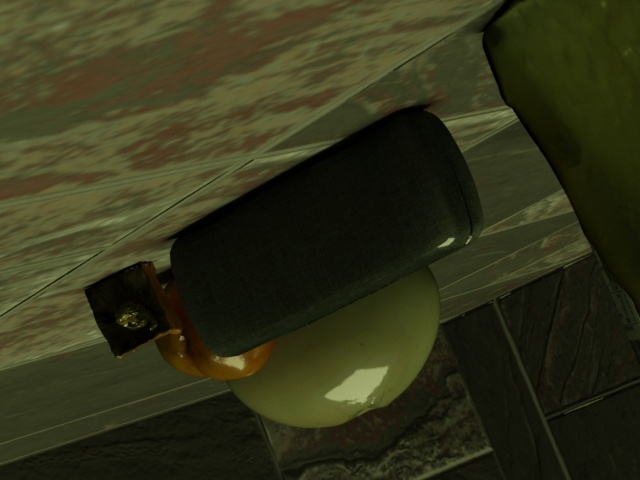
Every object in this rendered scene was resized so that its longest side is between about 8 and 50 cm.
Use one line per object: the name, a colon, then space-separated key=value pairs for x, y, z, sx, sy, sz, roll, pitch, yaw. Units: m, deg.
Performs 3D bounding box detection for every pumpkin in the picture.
pumpkin: x=-0.189 y=0.071 z=1.845 sx=0.074 sy=0.083 sz=0.054 roll=-28 pitch=175 yaw=16

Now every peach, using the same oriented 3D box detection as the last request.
peach: x=-0.118 y=0.088 z=1.985 sx=0.138 sy=0.138 sz=0.138 roll=-22 pitch=172 yaw=-3

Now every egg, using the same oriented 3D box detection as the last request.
egg: x=0.011 y=0.103 z=2.118 sx=0.269 sy=0.219 sz=0.219 roll=-20 pitch=173 yaw=13

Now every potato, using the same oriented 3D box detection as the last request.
potato: x=0.288 y=-0.101 z=1.269 sx=0.213 sy=0.280 sz=0.330 roll=-18 pitch=170 yaw=-14

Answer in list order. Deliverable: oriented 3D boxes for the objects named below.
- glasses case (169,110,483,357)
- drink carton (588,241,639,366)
glasses case: x=0.000 y=0.000 z=1.692 sx=0.323 sy=0.131 sz=0.074 roll=-27 pitch=174 yaw=35
drink carton: x=0.354 y=-0.009 z=1.945 sx=0.131 sy=0.315 sz=0.106 roll=-23 pitch=176 yaw=-5
